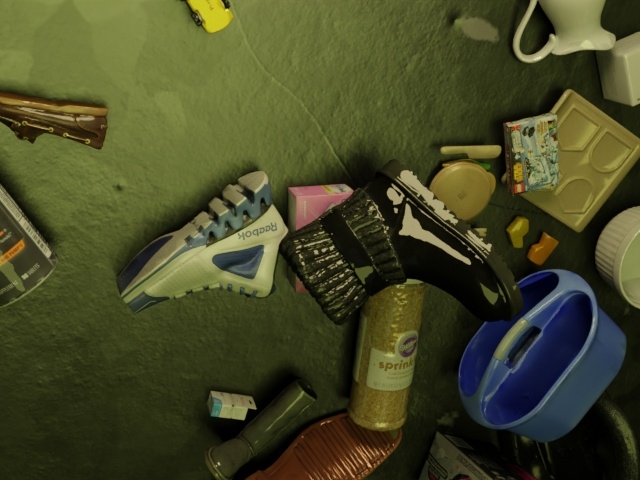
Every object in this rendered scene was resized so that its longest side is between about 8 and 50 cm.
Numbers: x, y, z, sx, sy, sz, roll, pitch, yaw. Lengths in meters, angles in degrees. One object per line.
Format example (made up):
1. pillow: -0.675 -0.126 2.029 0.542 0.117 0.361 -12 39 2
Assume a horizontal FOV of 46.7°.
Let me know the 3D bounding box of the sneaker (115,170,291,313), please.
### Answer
1. sneaker: -0.172 0.047 1.246 0.315 0.127 0.182 -37 114 -3

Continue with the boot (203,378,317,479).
1. boot: -0.104 0.347 1.365 0.208 0.189 0.076 -36 86 6

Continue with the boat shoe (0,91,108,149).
1. boat shoe: -0.426 -0.180 1.111 0.206 0.073 0.073 7 105 -19

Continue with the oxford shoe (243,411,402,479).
1. oxford shoe: -0.014 0.471 1.476 0.396 0.140 0.147 -27 146 -11

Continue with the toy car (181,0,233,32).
1. toy car: -0.239 -0.432 1.087 0.224 0.053 0.239 -3 110 -16

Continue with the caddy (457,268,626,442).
1. caddy: 0.414 0.219 1.434 0.179 0.241 0.341 32 98 -31

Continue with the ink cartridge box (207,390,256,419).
1. ink cartridge box: -0.167 0.311 1.389 0.083 0.048 0.028 12 106 -21

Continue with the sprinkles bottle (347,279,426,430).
1. sprinkles bottle: 0.127 0.177 1.392 0.121 0.121 0.356 0 110 -17

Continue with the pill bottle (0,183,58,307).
1. pill bottle: -0.519 -0.028 1.109 0.130 0.130 0.246 -33 115 -3

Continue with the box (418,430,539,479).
1. box: 0.330 0.514 1.500 0.163 0.247 0.142 18 93 -22

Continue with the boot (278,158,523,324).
1. boot: 0.125 0.061 1.205 0.260 0.348 0.131 -40 161 -12

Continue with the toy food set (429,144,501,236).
1. toy food set: 0.263 -0.091 1.385 0.132 0.038 0.192 0 115 -10

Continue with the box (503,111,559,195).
1. box: 0.388 -0.158 1.362 0.093 0.027 0.137 -13 116 -6

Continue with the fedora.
1. fedora: 0.541 0.407 1.568 0.152 0.334 0.334 -23 120 -45

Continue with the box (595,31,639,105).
1. box: 0.581 -0.318 1.365 0.101 0.087 0.101 -25 115 -7

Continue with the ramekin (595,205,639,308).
1. ramekin: 0.662 0.027 1.509 0.207 0.109 0.207 -6 112 -16

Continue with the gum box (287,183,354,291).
1. gum box: 0.000 0.000 1.317 0.107 0.062 0.189 -5 110 -16

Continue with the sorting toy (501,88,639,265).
1. sorting toy: 0.459 -0.112 1.437 0.229 0.041 0.307 28 106 -21

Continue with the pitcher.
1. pitcher: 0.407 -0.414 1.268 0.177 0.126 0.207 -18 126 6
